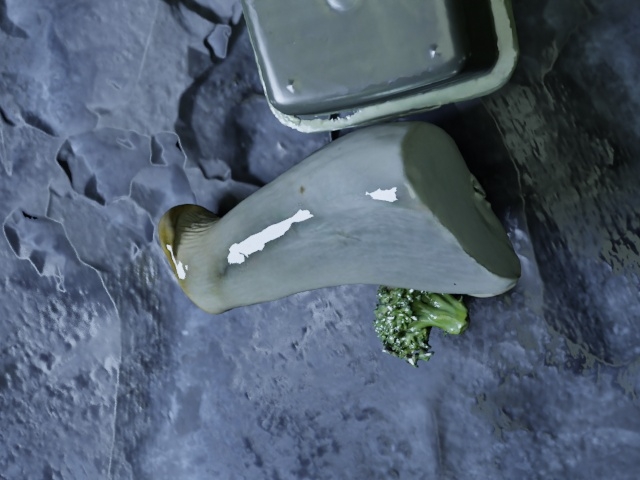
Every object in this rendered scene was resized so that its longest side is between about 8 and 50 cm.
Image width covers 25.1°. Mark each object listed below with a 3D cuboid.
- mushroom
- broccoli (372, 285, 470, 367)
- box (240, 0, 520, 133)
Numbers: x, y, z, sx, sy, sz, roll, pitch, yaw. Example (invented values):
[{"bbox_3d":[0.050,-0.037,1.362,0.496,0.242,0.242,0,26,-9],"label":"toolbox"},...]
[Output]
[{"bbox_3d":[0.000,0.000,1.222,0.329,0.122,0.159,-15,89,37],"label":"mushroom"},{"bbox_3d":[0.094,0.052,1.268,0.092,0.097,0.095,25,141,15],"label":"broccoli"},{"bbox_3d":[0.032,-0.240,1.159,0.221,0.166,0.290,-12,99,20],"label":"box"}]
